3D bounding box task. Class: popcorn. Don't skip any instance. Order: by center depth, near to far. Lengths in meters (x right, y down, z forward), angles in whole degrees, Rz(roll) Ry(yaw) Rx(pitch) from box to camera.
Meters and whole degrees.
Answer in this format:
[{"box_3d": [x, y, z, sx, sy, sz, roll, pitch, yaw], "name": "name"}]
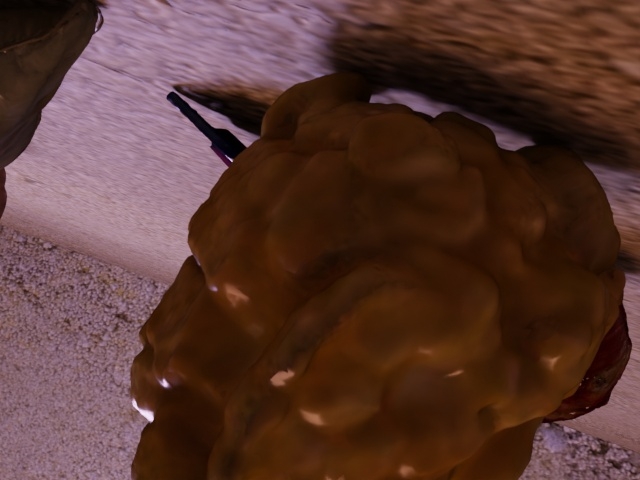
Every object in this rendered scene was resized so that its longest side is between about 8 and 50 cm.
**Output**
[{"box_3d": [0.014, 0.029, 0.386, 0.163, 0.194, 0.140, 58, -176, -13], "name": "popcorn"}]

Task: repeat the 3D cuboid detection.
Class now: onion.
[{"box_3d": [0.111, 0.044, 0.564, 0.107, 0.097, 0.107, 30, 144, 25], "name": "onion"}]

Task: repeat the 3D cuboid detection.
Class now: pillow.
[{"box_3d": [-0.210, -0.053, 0.534, 0.075, 0.185, 0.302, 67, 163, -7], "name": "pillow"}]

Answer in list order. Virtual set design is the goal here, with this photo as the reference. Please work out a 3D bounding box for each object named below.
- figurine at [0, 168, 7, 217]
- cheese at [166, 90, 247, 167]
[{"box_3d": [-0.490, -0.033, 0.916, 0.388, 0.276, 0.248, 34, -170, -25], "name": "figurine"}, {"box_3d": [0.000, 0.000, 0.598, 0.155, 0.062, 0.244, 43, 178, 45], "name": "cheese"}]
